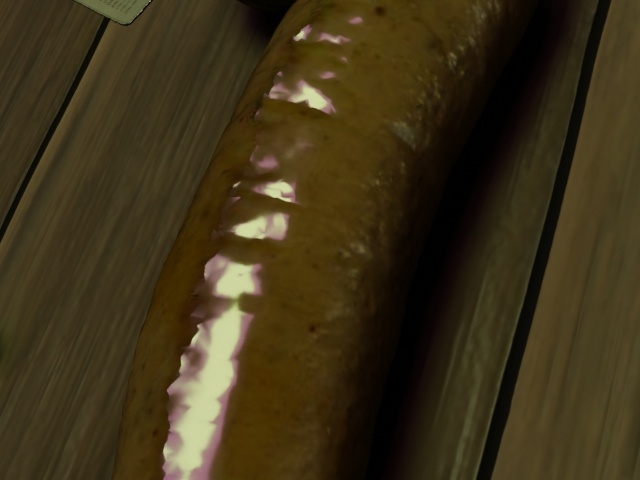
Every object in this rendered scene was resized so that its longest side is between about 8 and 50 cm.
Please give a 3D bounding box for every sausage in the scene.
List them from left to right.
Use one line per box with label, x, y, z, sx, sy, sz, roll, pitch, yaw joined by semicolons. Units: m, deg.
sausage;-0.003;-0.001;0.613;0.136;0.123;0.501;21;66;2

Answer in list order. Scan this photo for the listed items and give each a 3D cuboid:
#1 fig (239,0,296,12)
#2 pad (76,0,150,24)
fig;-0.013;-0.241;0.768;0.181;0.181;0.191;35;105;43
pad;-0.113;-0.291;0.970;0.159;0.009;0.265;31;77;41
